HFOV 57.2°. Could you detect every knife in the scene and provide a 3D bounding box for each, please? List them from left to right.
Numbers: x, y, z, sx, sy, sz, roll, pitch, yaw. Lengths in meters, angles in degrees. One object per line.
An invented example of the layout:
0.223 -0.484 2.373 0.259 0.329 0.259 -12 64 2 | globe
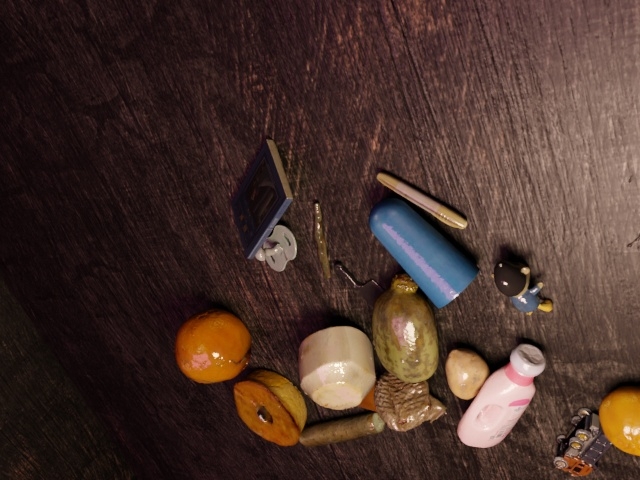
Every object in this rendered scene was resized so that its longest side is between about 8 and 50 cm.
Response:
0.136 0.138 1.577 0.245 0.019 0.072 44 131 -5 | knife

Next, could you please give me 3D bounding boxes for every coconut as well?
0.047 0.347 1.657 0.241 0.241 0.241 18 129 23 | coconut

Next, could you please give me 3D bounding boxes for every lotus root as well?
0.214 0.226 1.499 0.173 0.173 0.310 2 114 33 | lotus root

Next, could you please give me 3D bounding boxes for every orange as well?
-0.344 0.343 1.888 0.246 0.246 0.246 18 129 23 | orange
0.700 0.402 1.296 0.158 0.136 0.159 20 130 25 | orange

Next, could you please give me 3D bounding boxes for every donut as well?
-0.169 0.569 2.029 0.302 0.110 0.303 20 132 23 | donut

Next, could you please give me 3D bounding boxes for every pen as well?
0.229 -0.091 1.339 0.233 0.032 0.040 32 157 13 | pen

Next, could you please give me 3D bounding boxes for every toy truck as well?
0.648 0.496 1.436 0.092 0.083 0.192 23 131 12 | toy truck

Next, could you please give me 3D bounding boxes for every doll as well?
0.440 0.100 1.300 0.102 0.089 0.179 -18 133 41 | doll

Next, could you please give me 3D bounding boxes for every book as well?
-0.158 -0.102 1.521 0.269 0.025 0.191 -51 48 45 | book

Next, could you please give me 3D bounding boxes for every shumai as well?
0.252 0.453 1.622 0.166 0.206 0.176 -35 120 12 | shumai

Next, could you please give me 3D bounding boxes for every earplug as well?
0.223 0.014 1.355 0.273 0.132 0.132 46 135 3 | earplug

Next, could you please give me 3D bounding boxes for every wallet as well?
0.110 0.450 1.803 0.195 0.042 0.161 6 129 28 | wallet

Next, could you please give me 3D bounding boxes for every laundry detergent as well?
0.455 0.390 1.462 0.088 0.158 0.335 -114 28 -45 | laundry detergent

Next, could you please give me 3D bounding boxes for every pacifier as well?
-0.133 0.019 1.608 0.150 0.116 0.127 -38 71 48 | pacifier

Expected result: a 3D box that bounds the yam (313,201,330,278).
0.001 0.001 1.564 0.027 0.029 0.234 -5 120 6 | yam

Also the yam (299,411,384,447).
0.059 0.628 1.940 0.371 0.083 0.083 -31 101 43 | yam

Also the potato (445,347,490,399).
0.374 0.338 1.497 0.112 0.112 0.147 5 132 32 | potato
